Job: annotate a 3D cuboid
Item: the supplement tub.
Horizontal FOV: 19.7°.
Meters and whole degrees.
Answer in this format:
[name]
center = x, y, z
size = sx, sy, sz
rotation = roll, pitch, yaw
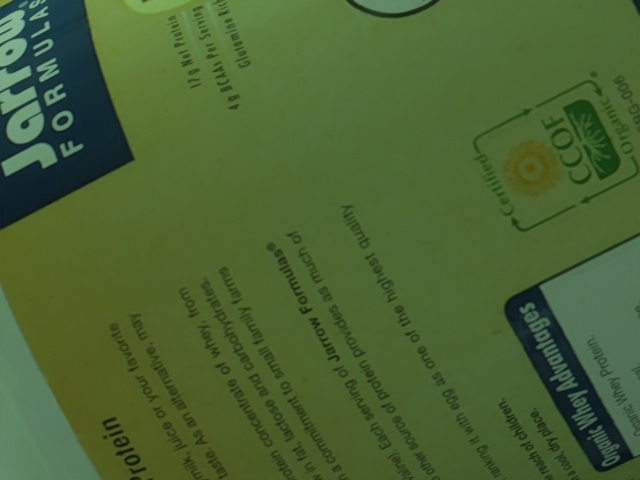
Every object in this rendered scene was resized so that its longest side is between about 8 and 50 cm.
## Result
[supplement tub]
center = 0.000, 0.000, 0.571
size = 0.228, 0.316, 0.228
rotation = 61, 8, -14
